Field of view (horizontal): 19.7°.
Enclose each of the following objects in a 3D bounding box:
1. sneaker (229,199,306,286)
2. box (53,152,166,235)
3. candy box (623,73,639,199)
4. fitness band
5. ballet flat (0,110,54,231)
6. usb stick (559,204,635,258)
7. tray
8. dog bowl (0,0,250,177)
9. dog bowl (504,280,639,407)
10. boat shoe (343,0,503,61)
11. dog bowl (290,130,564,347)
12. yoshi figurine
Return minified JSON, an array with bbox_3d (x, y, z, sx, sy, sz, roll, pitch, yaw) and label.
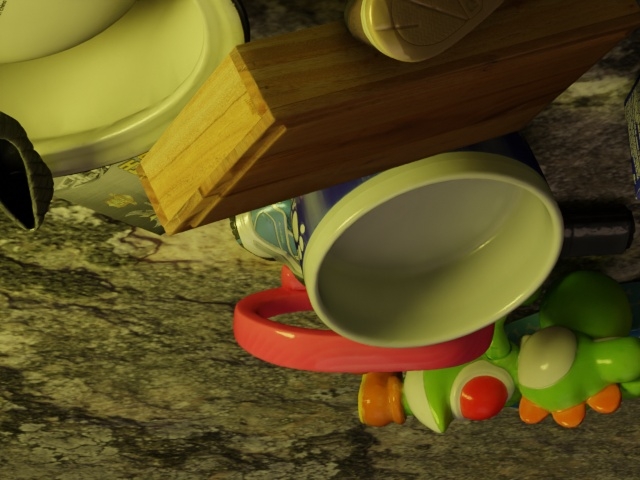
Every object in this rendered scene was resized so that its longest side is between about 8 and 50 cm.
[{"bbox_3d":[0.000,0.000,1.971,0.081,0.080,0.211,-24,150,35],"label":"sneaker"},{"bbox_3d":[-0.174,-0.090,1.774,0.183,0.056,0.231,-25,148,33],"label":"box"},{"bbox_3d":[0.452,-0.158,1.696,0.268,0.122,0.317,0,155,-9],"label":"candy box"},{"bbox_3d":[0.048,0.086,2.036,0.290,0.209,0.054,-2,112,-11],"label":"fitness band"},{"bbox_3d":[-0.256,-0.062,1.479,0.057,0.049,0.173,-13,153,13],"label":"ballet flat"},{"bbox_3d":[0.211,-0.004,2.050,0.278,0.045,0.077,-4,155,-4],"label":"usb stick"},{"bbox_3d":[0.065,-0.123,1.556,0.411,0.076,0.203,-19,165,-36],"label":"tray"},{"bbox_3d":[-0.262,-0.202,1.418,0.407,0.150,0.408,-5,155,-2],"label":"dog bowl"},{"bbox_3d":[0.340,0.131,2.325,0.297,0.074,0.166,-22,150,30],"label":"dog bowl"},{"bbox_3d":[0.135,-0.236,1.420,0.285,0.092,0.103,-38,117,-16],"label":"boat shoe"},{"bbox_3d":[0.105,-0.012,1.864,0.264,0.104,0.265,-10,140,-9],"label":"dog bowl"},{"bbox_3d":[0.219,0.119,2.184,0.362,0.203,0.203,-2,179,19],"label":"yoshi figurine"}]
